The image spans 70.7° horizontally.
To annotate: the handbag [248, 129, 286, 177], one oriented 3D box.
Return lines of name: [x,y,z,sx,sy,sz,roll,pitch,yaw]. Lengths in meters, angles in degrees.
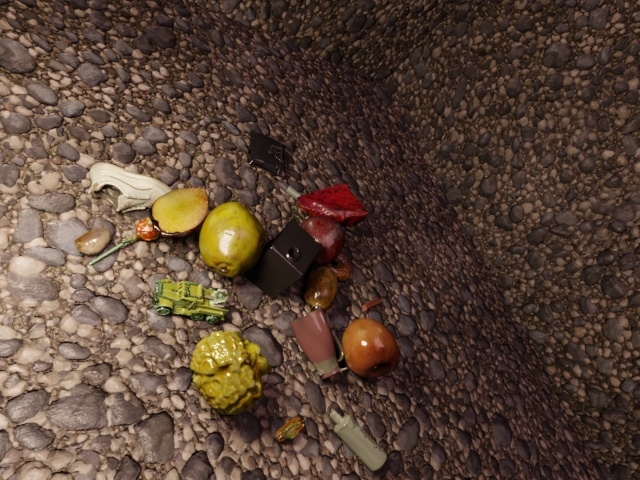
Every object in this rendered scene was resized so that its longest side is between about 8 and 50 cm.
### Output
handbag: [-0.271,-0.448,2.335,0.211,0.088,0.254,17,48,-26]

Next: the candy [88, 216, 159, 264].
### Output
candy: [-0.682,0.006,1.574,0.084,0.077,0.288,27,42,21]

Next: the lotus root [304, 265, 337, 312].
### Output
lotus root: [0.001,0.222,1.992,0.145,0.128,0.260,22,41,-11]

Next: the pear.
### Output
pear: [-0.342,-0.005,1.742,0.269,0.269,0.321,32,31,-20]

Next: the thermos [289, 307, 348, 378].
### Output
thermos: [0.001,0.415,1.817,0.177,0.146,0.264,-19,81,-42]

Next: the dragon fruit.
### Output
dragon fruit: [0.029,-0.183,2.272,0.331,0.302,0.239,8,73,-22]

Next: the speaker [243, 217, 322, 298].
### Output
speaker: [-0.153,0.068,1.887,0.184,0.232,0.254,44,38,-9]

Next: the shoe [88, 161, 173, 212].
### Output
shoe: [-0.695,-0.161,1.653,0.317,0.124,0.159,22,44,-23]

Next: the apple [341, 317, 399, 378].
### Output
apple: [0.208,0.450,1.912,0.254,0.253,0.253,26,43,-27]

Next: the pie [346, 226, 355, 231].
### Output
pie: [0.160,-0.082,2.496,0.085,0.017,0.085,27,43,-28]

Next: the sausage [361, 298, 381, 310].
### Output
sausage: [0.252,0.317,2.231,0.030,0.035,0.147,30,26,31]

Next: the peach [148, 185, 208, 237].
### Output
peach: [-0.521,-0.104,1.685,0.189,0.068,0.279,36,48,4]

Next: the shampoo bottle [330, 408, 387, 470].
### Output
shampoo bottle: [0.133,0.745,1.703,0.262,0.085,0.085,47,38,-1]

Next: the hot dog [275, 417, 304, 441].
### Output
hot dog: [-0.102,0.663,1.578,0.133,0.041,0.056,-15,69,-49]

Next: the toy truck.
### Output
toy truck: [-0.443,0.193,1.578,0.260,0.135,0.128,15,48,-31]

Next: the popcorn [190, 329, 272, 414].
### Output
popcorn: [-0.293,0.420,1.463,0.258,0.224,0.270,43,26,-35]

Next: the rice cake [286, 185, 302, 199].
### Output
rice cake: [-0.101,-0.219,2.348,0.180,0.030,0.042,37,44,-14]

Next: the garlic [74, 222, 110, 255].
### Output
garlic: [-0.746,-0.009,1.506,0.084,0.066,0.152,37,42,1]

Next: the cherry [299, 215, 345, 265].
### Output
cherry: [0.000,0.000,2.096,0.231,0.202,0.300,9,39,-8]

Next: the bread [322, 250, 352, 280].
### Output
bread: [0.077,0.112,2.213,0.194,0.064,0.193,22,47,-26]
